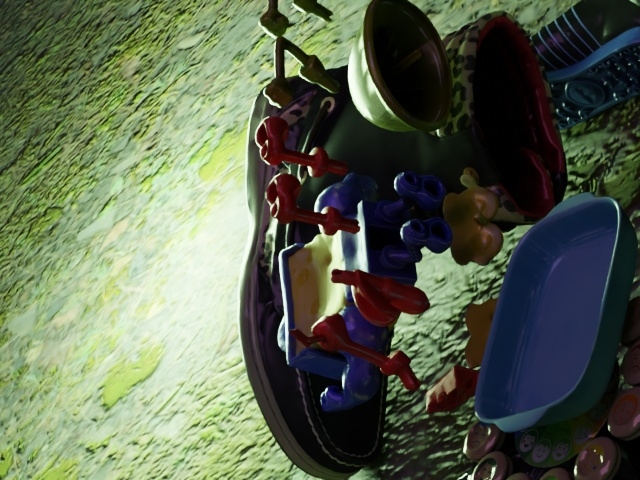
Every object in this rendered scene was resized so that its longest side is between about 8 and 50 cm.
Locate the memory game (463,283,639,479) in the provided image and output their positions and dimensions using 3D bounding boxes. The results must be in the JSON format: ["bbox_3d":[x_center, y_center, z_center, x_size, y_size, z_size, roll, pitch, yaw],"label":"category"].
[{"bbox_3d":[0.163,0.108,1.203,0.186,0.012,0.186,-42,28,29],"label":"memory game"}]

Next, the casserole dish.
[{"bbox_3d":[0.165,0.054,1.207,0.114,0.037,0.188,-24,41,49],"label":"casserole dish"}]

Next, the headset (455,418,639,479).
[{"bbox_3d":[0.185,0.182,1.205,0.394,0.185,0.243,-41,32,-2],"label":"headset"}]

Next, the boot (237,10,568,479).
[{"bbox_3d":[0.070,0.000,1.526,0.284,0.138,0.377,-19,64,43],"label":"boot"}]

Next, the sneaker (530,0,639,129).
[{"bbox_3d":[0.227,-0.163,1.546,0.232,0.081,0.090,-16,47,42],"label":"sneaker"}]

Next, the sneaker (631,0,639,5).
[{"bbox_3d":[0.363,-0.305,1.441,0.330,0.122,0.146,-31,75,12],"label":"sneaker"}]

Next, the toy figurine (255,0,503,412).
[{"bbox_3d":[0.000,0.000,1.372,0.217,0.191,0.362,-49,39,46],"label":"toy figurine"}]
